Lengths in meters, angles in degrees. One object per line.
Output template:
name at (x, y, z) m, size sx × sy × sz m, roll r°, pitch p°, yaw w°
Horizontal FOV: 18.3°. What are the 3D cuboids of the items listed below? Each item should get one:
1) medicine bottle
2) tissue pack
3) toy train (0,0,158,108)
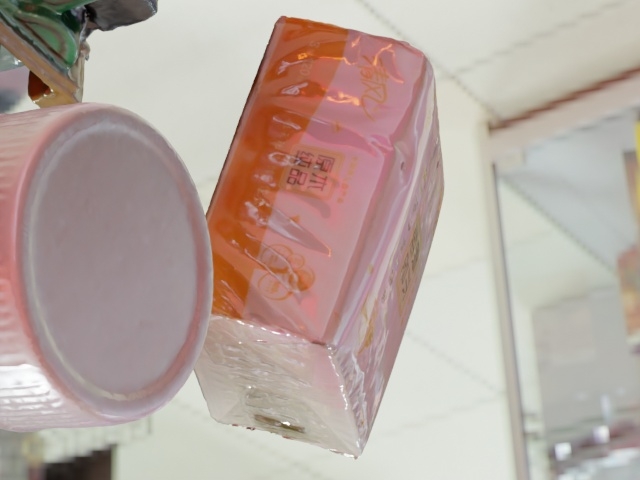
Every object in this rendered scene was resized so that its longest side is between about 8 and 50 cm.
medicine bottle at (-0.204, 0.021, 0.987) m, size 0.273 × 0.165 × 0.165 m, roll -5°, pitch 153°, yaw 34°
tissue pack at (0.000, 0.000, 1.325) m, size 0.124 × 0.225 × 0.185 m, roll 13°, pitch 153°, yaw 12°
toy train at (-0.250, -0.255, 1.474) m, size 0.249 × 0.178 × 0.429 m, roll -14°, pitch 149°, yaw 22°
